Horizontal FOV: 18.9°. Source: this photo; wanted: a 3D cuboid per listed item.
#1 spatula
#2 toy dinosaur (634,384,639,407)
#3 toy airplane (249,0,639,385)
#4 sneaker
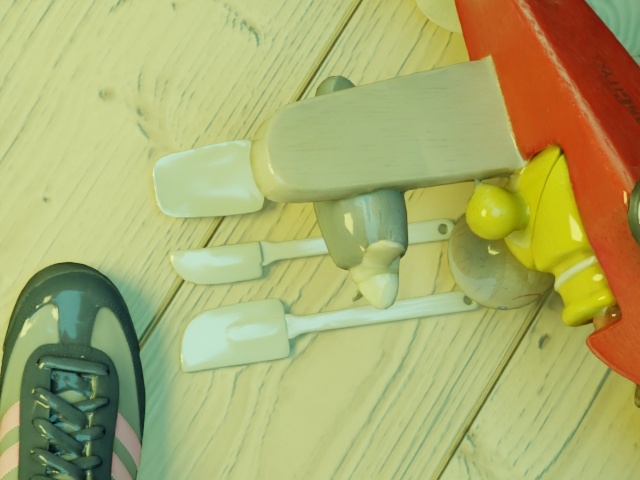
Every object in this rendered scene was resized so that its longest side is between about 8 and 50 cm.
[{"bbox_3d":[0.000,0.000,1.467,0.242,0.019,0.168,-9,88,-14],"label":"spatula"},{"bbox_3d":[0.352,0.093,1.523,0.211,0.064,0.112,-26,92,-14],"label":"toy dinosaur"},{"bbox_3d":[0.158,-0.069,1.405,0.386,0.272,0.384,25,42,-5],"label":"toy airplane"},{"bbox_3d":[-0.174,0.172,1.357,0.112,0.131,0.319,2,86,-13],"label":"sneaker"}]
